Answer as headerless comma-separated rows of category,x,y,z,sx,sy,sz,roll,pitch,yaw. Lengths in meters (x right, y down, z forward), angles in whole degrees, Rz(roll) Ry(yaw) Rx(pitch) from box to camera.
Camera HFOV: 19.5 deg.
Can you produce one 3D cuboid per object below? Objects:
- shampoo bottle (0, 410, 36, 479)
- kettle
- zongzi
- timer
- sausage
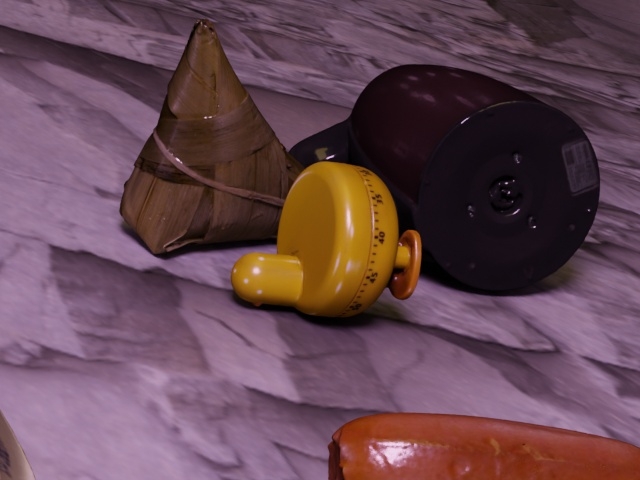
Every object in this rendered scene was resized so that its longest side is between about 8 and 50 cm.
shampoo bottle,-0.196,0.108,0.862,0.126,0.084,0.350,9,19,-17
kettle,0.083,-0.053,1.445,0.202,0.144,0.232,-25,22,-10
zongzi,-0.052,-0.077,1.330,0.160,0.176,0.078,-6,34,-45
timer,0.000,0.000,1.251,0.109,0.107,0.107,7,20,-27
sausage,0.099,0.132,0.993,0.198,0.076,0.076,9,20,-14
